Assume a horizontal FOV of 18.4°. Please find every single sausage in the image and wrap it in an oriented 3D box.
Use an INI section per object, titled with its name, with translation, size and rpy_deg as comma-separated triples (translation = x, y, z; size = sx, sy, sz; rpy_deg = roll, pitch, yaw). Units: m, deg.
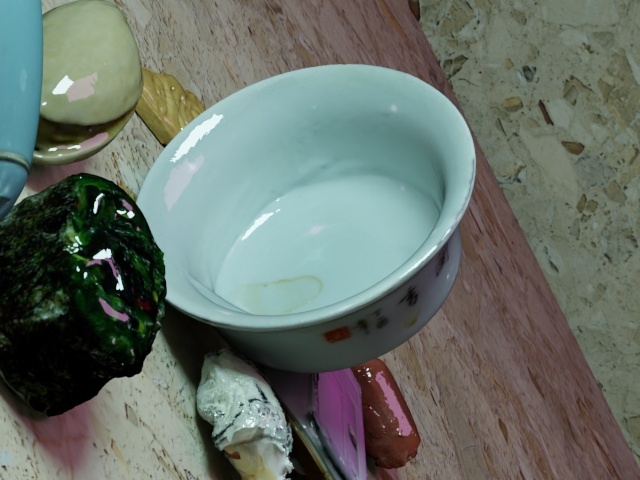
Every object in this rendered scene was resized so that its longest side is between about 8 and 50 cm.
[sausage]
translation = 0.064, 0.193, 2.257
size = 0.141, 0.076, 0.076
rpy_deg = 65, 16, 7

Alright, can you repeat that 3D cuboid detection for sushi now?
[sushi]
translation = -0.195, 0.036, 1.606
size = 0.124, 0.127, 0.225
rpy_deg = 52, 16, -30

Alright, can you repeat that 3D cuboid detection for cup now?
[cup]
translation = 0.000, 0.000, 1.974
size = 0.163, 0.347, 0.347
rpy_deg = 69, 6, -45

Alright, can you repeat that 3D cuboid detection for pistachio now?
[pistachio]
translation = -0.234, -0.147, 1.833
size = 0.136, 0.136, 0.226
rpy_deg = 55, 24, -21

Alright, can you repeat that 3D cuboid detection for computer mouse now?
[computer mouse]
translation = -0.007, 0.176, 2.048
size = 0.158, 0.072, 0.310
rpy_deg = 60, 9, -19

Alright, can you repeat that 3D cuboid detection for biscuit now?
[biscuit]
translation = -0.153, -0.127, 2.213
size = 0.250, 0.035, 0.162
rpy_deg = 40, 22, -49

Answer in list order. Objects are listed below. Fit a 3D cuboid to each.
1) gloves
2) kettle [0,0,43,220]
[gloves]
translation = -0.068, 0.168, 1.873
size = 0.114, 0.070, 0.153
rpy_deg = 57, 1, -30
[kettle]
translation = -0.309, -0.142, 1.425
size = 0.319, 0.247, 0.342
rpy_deg = 108, -35, -76
